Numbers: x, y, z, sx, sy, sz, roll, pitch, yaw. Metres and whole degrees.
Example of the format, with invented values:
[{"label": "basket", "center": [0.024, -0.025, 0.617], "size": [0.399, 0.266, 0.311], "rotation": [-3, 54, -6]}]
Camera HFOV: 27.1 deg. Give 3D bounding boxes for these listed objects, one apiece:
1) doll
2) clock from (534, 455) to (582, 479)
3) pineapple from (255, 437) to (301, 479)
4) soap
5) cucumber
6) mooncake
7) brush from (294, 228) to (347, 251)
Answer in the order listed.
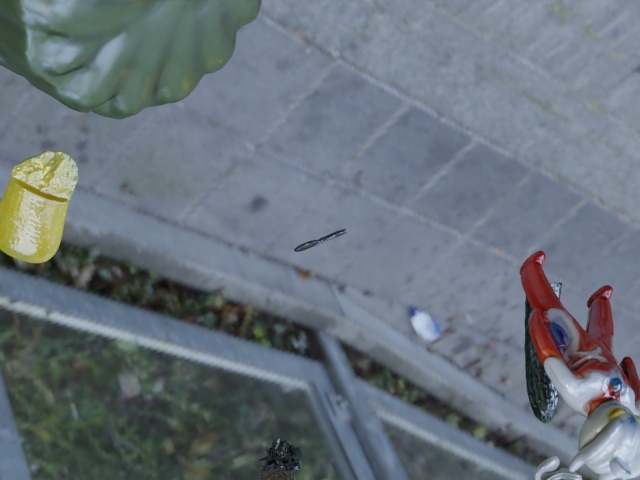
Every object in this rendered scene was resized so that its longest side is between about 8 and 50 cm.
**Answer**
[{"label": "doll", "center": [0.359, 0.172, 1.778], "size": [0.188, 0.384, 0.099], "rotation": [24, 125, -21]}, {"label": "clock", "center": [0.353, 0.415, 1.962], "size": [0.151, 0.062, 0.191], "rotation": [-48, 121, -16]}, {"label": "pineapple", "center": [-0.062, 0.337, 1.895], "size": [0.074, 0.159, 0.074], "rotation": [1, 113, 3]}, {"label": "soap", "center": [-0.358, -0.042, 1.654], "size": [0.089, 0.033, 0.168], "rotation": [18, 123, -6]}, {"label": "cucumber", "center": [0.340, 0.171, 2.018], "size": [0.052, 0.215, 0.058], "rotation": [9, 169, -42]}, {"label": "mooncake", "center": [-0.208, -0.306, 1.408], "size": [0.356, 0.194, 0.356], "rotation": [-33, 144, -28]}, {"label": "brush", "center": [0.000, 0.000, 1.805], "size": [0.083, 0.008, 0.024], "rotation": [-21, 162, 25]}]
